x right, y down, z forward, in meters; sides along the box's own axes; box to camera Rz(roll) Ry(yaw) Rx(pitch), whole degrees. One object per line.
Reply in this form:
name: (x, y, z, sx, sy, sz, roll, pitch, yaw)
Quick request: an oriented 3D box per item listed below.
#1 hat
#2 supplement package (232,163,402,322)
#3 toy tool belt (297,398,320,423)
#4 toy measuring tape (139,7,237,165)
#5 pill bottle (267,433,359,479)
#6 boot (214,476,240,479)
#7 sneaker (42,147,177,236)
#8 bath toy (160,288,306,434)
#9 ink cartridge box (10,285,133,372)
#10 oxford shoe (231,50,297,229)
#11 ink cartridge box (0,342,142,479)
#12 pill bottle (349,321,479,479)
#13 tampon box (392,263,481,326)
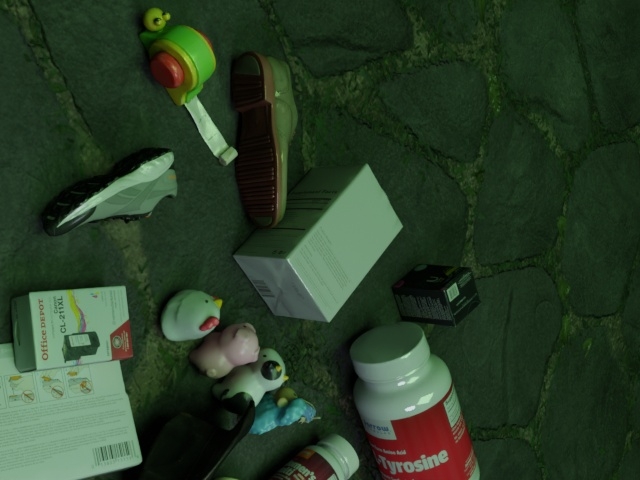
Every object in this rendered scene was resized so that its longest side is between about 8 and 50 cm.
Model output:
hat: (-0.251, 0.407, 1.493, 0.134, 0.331, 0.331, 32, 63, 6)
supplement package: (0.000, 0.000, 1.703, 0.293, 0.175, 0.178, -49, 122, -30)
toy tool belt: (-0.042, 0.367, 1.770, 0.083, 0.051, 0.052, 31, 71, -40)
toy measuring tape: (-0.221, -0.281, 1.519, 0.121, 0.121, 0.330, -48, 123, -31)
pill bottle: (-0.026, 0.513, 1.746, 0.221, 0.121, 0.121, -34, 115, -38)
boot: (-0.169, 0.611, 1.601, 0.203, 0.095, 0.262, -59, 136, -49)
sneaker: (-0.350, -0.068, 1.421, 0.271, 0.100, 0.108, -34, 120, -38)
bath toy: (-0.164, 0.227, 1.594, 0.151, 0.129, 0.348, -52, 124, -28)
ink cartridge box: (-0.412, 0.146, 1.373, 0.175, 0.072, 0.128, -3, 82, -44)
oxford shoe: (-0.089, -0.198, 1.648, 0.130, 0.123, 0.349, -8, 99, -48)
ink cartridge box: (-0.452, 0.286, 1.372, 0.275, 0.060, 0.239, -2, 69, -44)
pill bottle: (0.209, 0.403, 1.891, 0.229, 0.229, 0.408, -36, 115, -37)
tampon box: (0.280, 0.130, 1.989, 0.120, 0.161, 0.102, -35, 115, -38)
